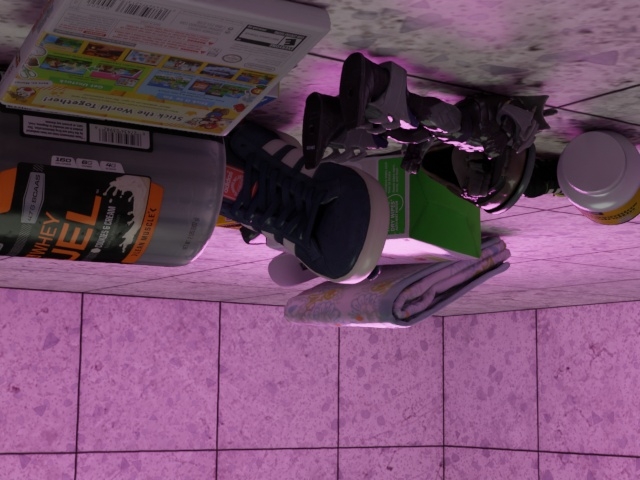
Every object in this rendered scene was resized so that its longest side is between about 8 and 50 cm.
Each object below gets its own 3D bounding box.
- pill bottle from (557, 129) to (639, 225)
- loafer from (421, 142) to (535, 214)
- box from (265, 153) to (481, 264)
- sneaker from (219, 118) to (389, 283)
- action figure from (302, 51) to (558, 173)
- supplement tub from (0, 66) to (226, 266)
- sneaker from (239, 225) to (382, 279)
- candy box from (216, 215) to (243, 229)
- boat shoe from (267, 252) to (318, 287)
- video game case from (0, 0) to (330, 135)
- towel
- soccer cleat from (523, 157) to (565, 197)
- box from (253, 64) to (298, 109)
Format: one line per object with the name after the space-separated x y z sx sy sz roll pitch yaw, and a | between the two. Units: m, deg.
0.353 -0.080 1.426 0.103 0.103 0.184 -3 171 22 | pill bottle
0.186 -0.086 1.403 0.084 0.096 0.267 16 179 -7 | loafer
0.083 -0.035 1.685 0.231 0.126 0.262 -3 171 30 | box
-0.056 -0.051 1.272 0.148 0.131 0.350 13 -170 -31 | sneaker
0.122 -0.120 1.199 0.285 0.099 0.185 2 167 -35 | action figure
-0.275 -0.075 1.189 0.316 0.193 0.194 5 171 -27 | supplement tub
0.000 0.000 1.878 0.300 0.121 0.111 3 149 -40 | sneaker
-0.088 -0.041 2.009 0.206 0.027 0.105 -7 172 43 | candy box
0.024 0.031 2.314 0.268 0.096 0.088 -18 -166 28 | boat shoe
-0.139 -0.160 0.994 0.227 0.026 0.206 5 155 -31 | video game case
0.160 0.091 2.289 0.375 0.090 0.321 -22 -172 -39 | towel
0.315 -0.090 1.555 0.072 0.060 0.179 -18 169 36 | soccer cleat
-0.125 -0.158 1.129 0.178 0.042 0.109 6 171 -30 | box
